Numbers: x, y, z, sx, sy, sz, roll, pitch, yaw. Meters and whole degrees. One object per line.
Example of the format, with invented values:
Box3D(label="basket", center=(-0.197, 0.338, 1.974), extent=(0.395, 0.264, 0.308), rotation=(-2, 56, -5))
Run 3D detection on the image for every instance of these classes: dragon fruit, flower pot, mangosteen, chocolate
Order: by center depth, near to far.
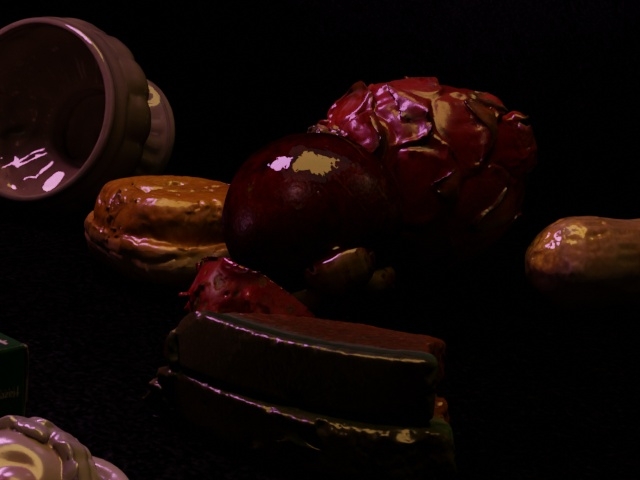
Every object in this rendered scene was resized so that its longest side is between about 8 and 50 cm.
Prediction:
Box3D(label="dragon fruit", center=(-0.080, 0.100, 1.327), extent=(0.153, 0.111, 0.153), rotation=(31, -16, 10))
Box3D(label="mangosteen", center=(0.000, 0.000, 1.550), extent=(0.215, 0.215, 0.258), rotation=(1, 47, -21))
Box3D(label="chocolate", center=(0.404, 0.030, 1.755), extent=(0.309, 0.134, 0.134), rotation=(-2, 14, -19))
Box3D(label="dragon fruit", center=(0.122, -0.082, 1.790), extent=(0.342, 0.278, 0.277), rotation=(6, 10, -27))
Box3D(label="flower pot", center=(-0.370, -0.171, 2.042), extent=(0.307, 0.308, 0.244), rotation=(11, -3, 25))

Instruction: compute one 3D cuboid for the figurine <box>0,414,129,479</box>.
Box3D(label="figurine", center=(-0.208, 0.166, 0.802), extent=(0.162, 0.141, 0.236), rotation=(6, 11, 29))

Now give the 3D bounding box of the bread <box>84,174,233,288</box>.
Box3D(label="bread", center=(-0.186, -0.011, 1.697), extent=(0.198, 0.120, 0.236), rotation=(-5, 15, -34))

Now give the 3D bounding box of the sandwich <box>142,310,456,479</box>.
Box3D(label="sandwich", center=(0.010, 0.123, 1.179), extent=(0.212, 0.109, 0.292), rotation=(-7, 17, -44))

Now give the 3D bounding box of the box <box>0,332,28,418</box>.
Box3D(label="box", center=(-0.361, 0.118, 1.121), extent=(0.135, 0.081, 0.199), rotation=(16, 18, 41))
